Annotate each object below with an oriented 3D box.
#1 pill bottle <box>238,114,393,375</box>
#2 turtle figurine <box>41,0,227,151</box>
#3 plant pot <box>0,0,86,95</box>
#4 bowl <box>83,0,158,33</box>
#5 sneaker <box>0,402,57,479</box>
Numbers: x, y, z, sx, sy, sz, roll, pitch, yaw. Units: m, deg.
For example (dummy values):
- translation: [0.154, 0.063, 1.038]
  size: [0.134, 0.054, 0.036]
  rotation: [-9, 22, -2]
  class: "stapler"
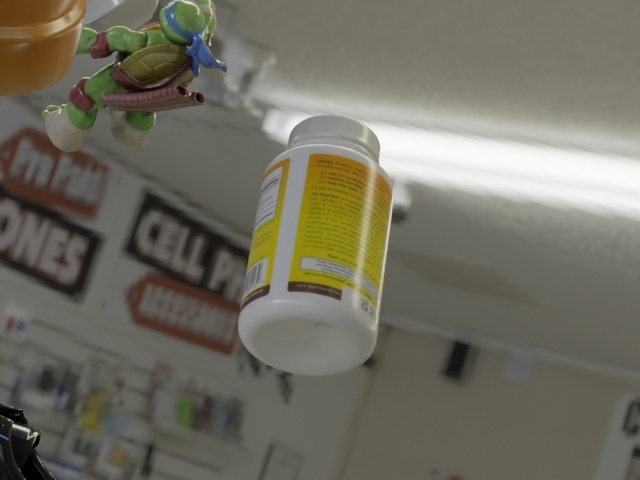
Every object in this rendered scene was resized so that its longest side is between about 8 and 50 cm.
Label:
- translation: [0.000, 0.000, 1.501]
  size: [0.117, 0.215, 0.117]
  rotation: [6, -34, 4]
  class: "pill bottle"
- translation: [-0.228, -0.239, 2.027]
  size: [0.275, 0.198, 0.266]
  rotation: [42, -46, 3]
  class: "turtle figurine"
- translation: [-0.276, -0.249, 1.404]
  size: [0.205, 0.188, 0.205]
  rotation: [16, 32, -10]
  class: "plant pot"
- translation: [-0.292, -0.303, 2.354]
  size: [0.142, 0.142, 0.053]
  rotation: [13, -46, 50]
  class: "bowl"
- translation: [-0.271, 0.142, 1.299]
  size: [0.232, 0.090, 0.081]
  rotation: [46, 8, -7]
  class: "sneaker"
